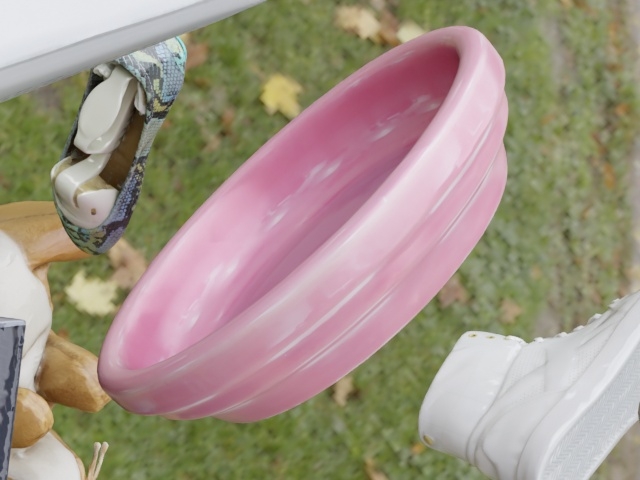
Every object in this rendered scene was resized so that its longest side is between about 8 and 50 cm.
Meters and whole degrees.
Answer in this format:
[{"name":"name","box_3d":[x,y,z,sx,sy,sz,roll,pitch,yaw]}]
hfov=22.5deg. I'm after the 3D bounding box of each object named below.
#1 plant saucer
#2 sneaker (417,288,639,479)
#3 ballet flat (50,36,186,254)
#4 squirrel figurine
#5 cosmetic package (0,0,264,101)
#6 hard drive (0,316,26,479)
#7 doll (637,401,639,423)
[{"name":"plant saucer","box_3d":[0.000,0.000,1.042,0.084,0.332,0.332,46,39,-15]},{"name":"sneaker","box_3d":[0.210,0.095,1.388,0.292,0.169,0.108,-38,129,-31]},{"name":"ballet flat","box_3d":[-0.147,-0.060,1.062,0.070,0.188,0.070,16,33,-11]},{"name":"squirrel figurine","box_3d":[-0.416,0.171,1.812,0.281,0.397,0.370,-49,137,-52]},{"name":"cosmetic package","box_3d":[-0.265,-0.166,0.551,0.327,0.393,0.329,-23,98,-24]},{"name":"hard drive","box_3d":[-0.343,0.129,1.160,0.054,0.254,0.172,44,46,-63]},{"name":"doll","box_3d":[0.080,0.091,0.394,0.189,0.129,0.046,-15,26,-24]}]
